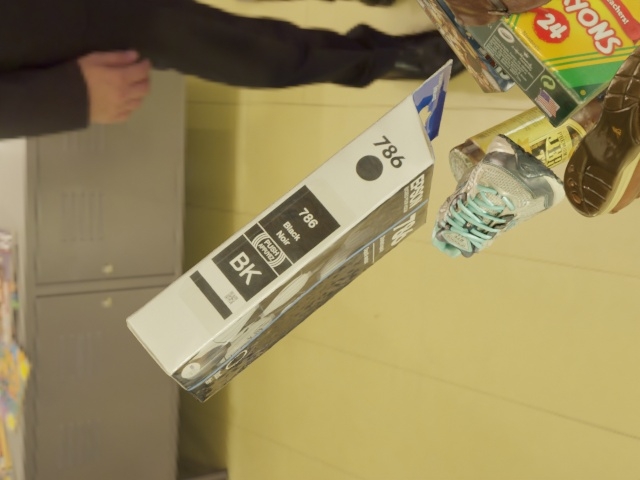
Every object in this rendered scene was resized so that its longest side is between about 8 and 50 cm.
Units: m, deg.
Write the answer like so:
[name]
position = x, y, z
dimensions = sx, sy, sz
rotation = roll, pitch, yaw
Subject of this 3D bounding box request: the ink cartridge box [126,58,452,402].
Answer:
[ink cartridge box]
position = 0.000, 0.000, 0.875
dimensions = 0.065, 0.333, 0.165
rotation = 48, 172, 14

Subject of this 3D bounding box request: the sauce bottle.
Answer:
[sauce bottle]
position = 0.389, -0.181, 1.771
dimensions = 0.111, 0.344, 0.111
rotation = 61, 171, 16

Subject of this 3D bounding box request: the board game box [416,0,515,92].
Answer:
[board game box]
position = 0.208, -0.332, 1.586
dimensions = 0.042, 0.165, 0.243
rotation = -38, 96, 4

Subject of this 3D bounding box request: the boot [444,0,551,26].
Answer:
[boot]
position = 0.200, -0.311, 1.059
dimensions = 0.248, 0.207, 0.090
rotation = -11, 66, 33

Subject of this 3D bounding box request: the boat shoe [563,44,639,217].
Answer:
[boat shoe]
position = 0.249, -0.091, 0.785
dimensions = 0.064, 0.060, 0.178
rotation = 60, 141, 34

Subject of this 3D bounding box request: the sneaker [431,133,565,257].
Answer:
[sneaker]
position = 0.208, -0.035, 1.283
dimensions = 0.110, 0.122, 0.283
rotation = 40, 169, 4

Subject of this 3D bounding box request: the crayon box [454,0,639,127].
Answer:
[crayon box]
position = 0.360, -0.321, 1.372
dimensions = 0.202, 0.318, 0.081
rotation = 48, 159, 6
